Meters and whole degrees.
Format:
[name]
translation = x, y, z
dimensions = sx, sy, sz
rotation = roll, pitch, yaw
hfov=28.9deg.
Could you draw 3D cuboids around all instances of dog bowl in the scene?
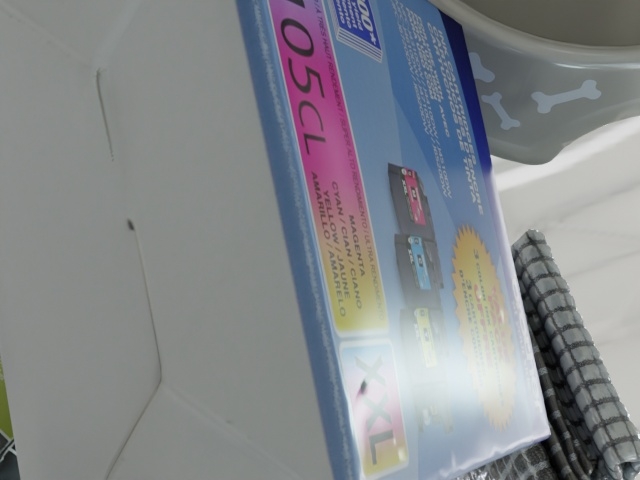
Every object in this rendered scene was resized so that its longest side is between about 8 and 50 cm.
[dog bowl]
translation = 0.176, -0.224, 0.871
dimensions = 0.348, 0.102, 0.349
rotation = 0, -116, -1

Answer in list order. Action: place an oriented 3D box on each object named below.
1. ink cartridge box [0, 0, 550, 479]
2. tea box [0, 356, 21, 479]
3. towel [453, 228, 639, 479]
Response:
[ink cartridge box]
translation = 0.000, 0.000, 0.653
dimensions = 0.151, 0.270, 0.395
rotation = -14, 173, 20
[tea box]
translation = -0.137, 0.187, 0.998
dimensions = 0.323, 0.329, 0.220
rotation = -49, -150, -14
[towel]
translation = 0.151, 0.166, 1.053
dimensions = 0.121, 0.284, 0.235
rotation = -12, -122, -13
